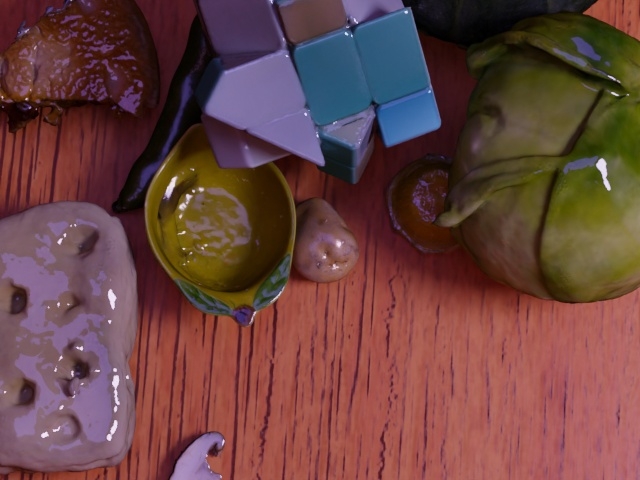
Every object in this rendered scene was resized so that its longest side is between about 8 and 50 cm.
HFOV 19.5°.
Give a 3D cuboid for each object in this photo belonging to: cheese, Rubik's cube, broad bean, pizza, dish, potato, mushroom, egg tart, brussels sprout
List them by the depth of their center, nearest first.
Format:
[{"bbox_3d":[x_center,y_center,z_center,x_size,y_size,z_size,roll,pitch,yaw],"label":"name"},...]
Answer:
[{"bbox_3d":[-0.023,-0.173,1.772,0.213,0.224,0.265,-21,120,-5],"label":"Rubik's cube"},{"bbox_3d":[0.234,-0.075,1.785,0.294,0.227,0.259,44,61,-37],"label":"brussels sprout"},{"bbox_3d":[-0.255,0.092,1.798,0.159,0.093,0.263,-1,77,-5],"label":"cheese"},{"bbox_3d":[-0.123,0.231,1.813,0.049,0.019,0.101,27,80,3],"label":"mushroom"},{"bbox_3d":[-0.100,-0.008,1.835,0.149,0.080,0.208,-9,78,-10],"label":"dish"},{"bbox_3d":[0.000,0.000,1.854,0.068,0.062,0.083,-12,57,-21],"label":"potato"},{"bbox_3d":[-0.257,-0.166,1.866,0.194,0.069,0.154,-20,80,-1],"label":"pizza"},{"bbox_3d":[0.117,-0.038,1.875,0.105,0.039,0.105,1,77,-5],"label":"egg tart"},{"bbox_3d":[-0.136,-0.137,1.878,0.053,0.052,0.256,16,77,43],"label":"broad bean"}]

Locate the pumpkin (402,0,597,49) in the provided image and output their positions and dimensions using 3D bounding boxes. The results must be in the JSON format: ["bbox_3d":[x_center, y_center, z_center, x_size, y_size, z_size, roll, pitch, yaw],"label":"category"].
[{"bbox_3d":[0.173,-0.340,1.856,0.300,0.207,0.300,1,79,-4],"label":"pumpkin"}]
